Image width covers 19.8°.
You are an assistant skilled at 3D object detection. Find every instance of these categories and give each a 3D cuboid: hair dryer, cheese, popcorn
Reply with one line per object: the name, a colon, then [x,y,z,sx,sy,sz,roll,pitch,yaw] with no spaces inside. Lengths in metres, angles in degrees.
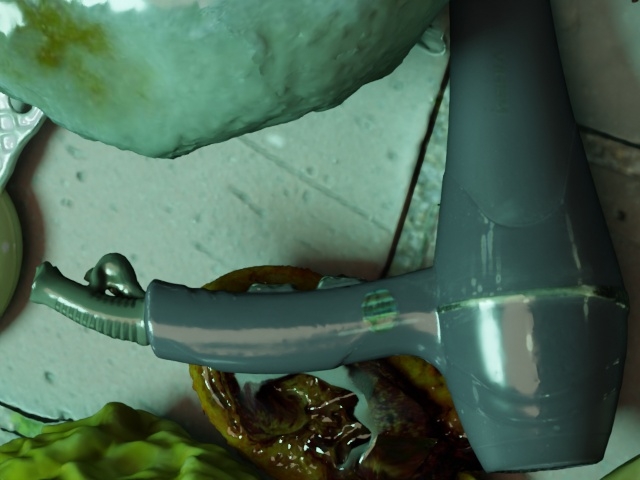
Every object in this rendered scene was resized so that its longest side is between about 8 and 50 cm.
hair dryer: [0.000,0.000,1.114,0.361,0.121,0.301,-6,81,2]
cheese: [-0.258,-0.020,1.294,0.137,0.064,0.227,38,108,9]
popcorn: [-0.136,0.238,1.207,0.270,0.224,0.258,-41,88,29]

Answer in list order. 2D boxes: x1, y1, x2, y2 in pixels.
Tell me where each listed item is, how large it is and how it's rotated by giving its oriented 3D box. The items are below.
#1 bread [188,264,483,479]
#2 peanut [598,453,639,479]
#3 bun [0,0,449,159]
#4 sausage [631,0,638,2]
bread: [0.033,0.108,1.199,0.269,0.095,0.139,23,109,0]
peanut: [0.194,0.232,1.110,0.387,0.192,0.169,-36,51,29]
bun: [-0.067,-0.194,1.072,0.362,0.362,0.211,9,138,19]
sausage: [0.199,-0.254,1.101,0.029,0.029,0.223,8,102,19]
